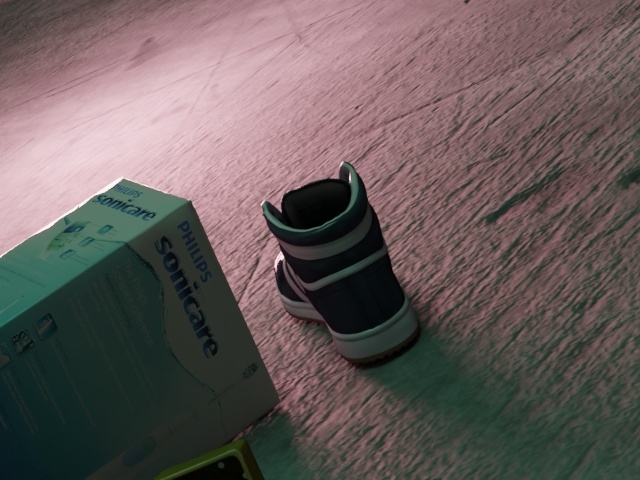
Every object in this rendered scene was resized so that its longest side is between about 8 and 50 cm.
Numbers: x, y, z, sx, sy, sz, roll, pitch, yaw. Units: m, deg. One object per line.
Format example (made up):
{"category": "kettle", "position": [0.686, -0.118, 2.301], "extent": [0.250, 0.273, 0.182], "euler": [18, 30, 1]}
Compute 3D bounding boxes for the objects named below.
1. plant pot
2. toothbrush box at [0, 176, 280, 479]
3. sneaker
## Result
{"category": "plant pot", "position": [-0.076, 0.195, 1.499], "extent": [0.081, 0.081, 0.083], "euler": [-23, 9, 10]}
{"category": "toothbrush box", "position": [-0.209, 0.117, 1.641], "extent": [0.295, 0.216, 0.126], "euler": [-36, 29, -23]}
{"category": "sneaker", "position": [0.000, 0.000, 1.785], "extent": [0.099, 0.153, 0.282], "euler": [-29, 19, -8]}
